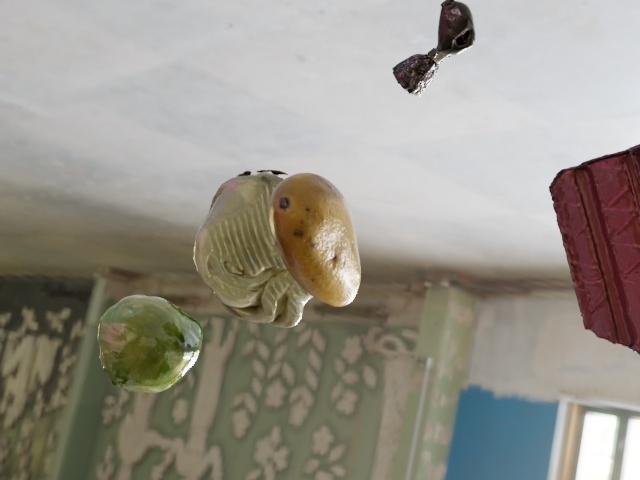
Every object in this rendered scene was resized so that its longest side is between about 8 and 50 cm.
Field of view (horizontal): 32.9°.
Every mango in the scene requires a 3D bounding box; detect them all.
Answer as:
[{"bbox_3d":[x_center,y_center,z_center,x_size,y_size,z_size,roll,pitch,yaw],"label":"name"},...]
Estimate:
[{"bbox_3d":[0.000,0.000,1.571,0.109,0.147,0.227,-12,128,23],"label":"mango"}]

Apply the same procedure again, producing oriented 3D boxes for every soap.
[{"bbox_3d":[0.377,0.017,1.280,0.162,0.249,0.099,-15,175,41],"label":"soap"}]

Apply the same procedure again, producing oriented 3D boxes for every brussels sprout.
[{"bbox_3d":[-0.247,0.154,1.620,0.122,0.151,0.149,-1,157,33],"label":"brussels sprout"}]

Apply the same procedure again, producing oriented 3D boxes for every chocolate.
[{"bbox_3d":[0.170,-0.277,1.574,0.072,0.070,0.147,34,128,-10],"label":"chocolate"}]

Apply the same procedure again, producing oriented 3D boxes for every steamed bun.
[{"bbox_3d":[-0.117,0.014,2.108,0.268,0.280,0.207,33,171,-10],"label":"steamed bun"}]
